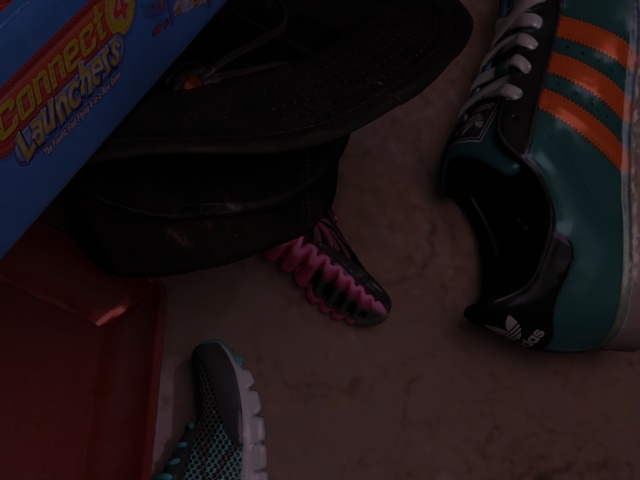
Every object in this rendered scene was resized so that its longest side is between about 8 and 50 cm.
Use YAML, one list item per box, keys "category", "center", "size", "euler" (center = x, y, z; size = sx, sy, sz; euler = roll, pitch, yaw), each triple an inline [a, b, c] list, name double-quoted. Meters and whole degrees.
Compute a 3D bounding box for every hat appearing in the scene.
- category: "hat"
  center: [-0.082, -0.060, 0.833]
  size: [0.331, 0.331, 0.134]
  euler: [-16, 120, -21]

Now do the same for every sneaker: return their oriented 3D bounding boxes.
- category: "sneaker"
  center: [0.000, 0.000, 0.921]
  size: [0.119, 0.047, 0.057]
  euler: [41, 55, -4]
- category: "sneaker"
  center: [-0.067, 0.136, 0.848]
  size: [0.076, 0.065, 0.166]
  euler: [-1, 73, -14]
- category: "sneaker"
  center: [0.135, -0.083, 0.950]
  size: [0.121, 0.108, 0.302]
  euler: [3, 75, -21]

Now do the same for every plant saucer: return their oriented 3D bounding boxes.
- category: "plant saucer"
  center: [-0.204, 0.068, 0.758]
  size: [0.259, 0.048, 0.258]
  euler: [28, 36, -23]

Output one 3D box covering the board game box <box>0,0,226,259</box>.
- category: "board game box"
  center: [-0.221, -0.118, 0.717]
  size: [0.302, 0.086, 0.308]
  euler: [8, 38, 19]
